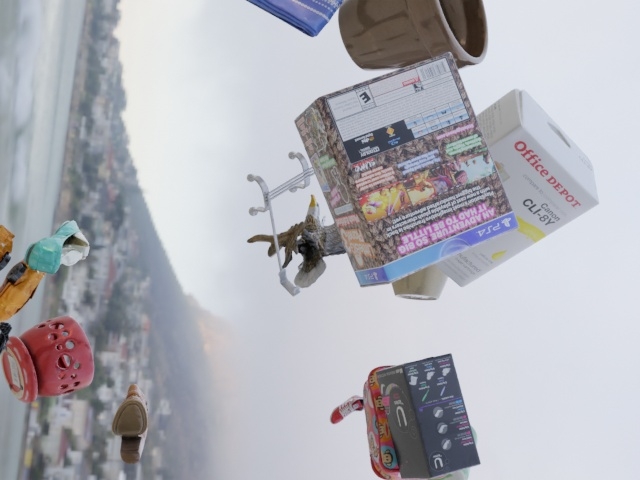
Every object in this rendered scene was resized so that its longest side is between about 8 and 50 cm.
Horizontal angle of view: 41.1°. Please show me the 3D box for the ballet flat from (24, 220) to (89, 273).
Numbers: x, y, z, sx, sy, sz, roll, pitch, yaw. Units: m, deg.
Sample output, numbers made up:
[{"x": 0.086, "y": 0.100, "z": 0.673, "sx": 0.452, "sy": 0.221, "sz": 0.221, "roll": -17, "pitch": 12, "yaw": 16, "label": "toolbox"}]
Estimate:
[{"x": -0.543, "y": 0.021, "z": 1.818, "sx": 0.247, "sy": 0.087, "sz": 0.083, "roll": -75, "pitch": -174, "yaw": -76, "label": "ballet flat"}]

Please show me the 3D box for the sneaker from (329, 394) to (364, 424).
[{"x": 0.082, "y": 0.492, "z": 2.483, "sx": 0.042, "sy": 0.118, "sz": 0.067, "roll": 55, "pitch": -22, "yaw": -9, "label": "sneaker"}]

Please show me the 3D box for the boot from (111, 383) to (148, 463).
[{"x": -0.407, "y": 0.366, "z": 1.851, "sx": 0.152, "sy": 0.073, "sz": 0.197, "roll": -95, "pitch": -164, "yaw": -51, "label": "boot"}]

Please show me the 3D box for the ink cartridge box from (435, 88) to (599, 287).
[{"x": 0.372, "y": -0.108, "z": 1.896, "sx": 0.385, "sy": 0.279, "sz": 0.160, "roll": -36, "pitch": -153, "yaw": 31, "label": "ink cartridge box"}]

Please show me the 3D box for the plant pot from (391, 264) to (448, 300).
[{"x": 0.288, "y": 0.030, "z": 2.462, "sx": 0.256, "sy": 0.257, "sz": 0.274, "roll": 154, "pitch": -57, "yaw": -70, "label": "plant pot"}]

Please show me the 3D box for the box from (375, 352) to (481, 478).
[{"x": 0.254, "y": 0.424, "z": 2.055, "sx": 0.165, "sy": 0.143, "sz": 0.270, "roll": 141, "pitch": -63, "yaw": -65, "label": "box"}]

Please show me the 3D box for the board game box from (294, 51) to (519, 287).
[{"x": 0.129, "y": -0.105, "z": 1.319, "sx": 0.291, "sy": 0.232, "sz": 0.141, "roll": 69, "pitch": -16, "yaw": -1, "label": "board game box"}]

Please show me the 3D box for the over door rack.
[{"x": -0.029, "y": -0.066, "z": 1.919, "sx": 0.108, "sy": 0.240, "sz": 0.324, "roll": 36, "pitch": -30, "yaw": 46, "label": "over door rack"}]

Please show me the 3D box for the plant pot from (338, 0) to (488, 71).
[{"x": 0.166, "y": -0.429, "z": 1.632, "sx": 0.229, "sy": 0.263, "sz": 0.263, "roll": -13, "pitch": -114, "yaw": 32, "label": "plant pot"}]

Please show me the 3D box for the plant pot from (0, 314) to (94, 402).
[{"x": -0.677, "y": 0.295, "z": 2.096, "sx": 0.191, "sy": 0.174, "sz": 0.191, "roll": 21, "pitch": -62, "yaw": 46, "label": "plant pot"}]

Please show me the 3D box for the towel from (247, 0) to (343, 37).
[{"x": -0.030, "y": -0.557, "z": 1.608, "sx": 0.336, "sy": 0.243, "sz": 0.040, "roll": -58, "pitch": 176, "yaw": -19, "label": "towel"}]

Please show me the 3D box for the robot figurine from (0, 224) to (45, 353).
[{"x": -0.704, "y": 0.121, "z": 1.766, "sx": 0.085, "sy": 0.211, "sz": 0.291, "roll": 13, "pitch": -118, "yaw": 53, "label": "robot figurine"}]

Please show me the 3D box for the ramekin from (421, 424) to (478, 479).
[{"x": 0.331, "y": 0.660, "z": 2.661, "sx": 0.303, "sy": 0.303, "sz": 0.148, "roll": 118, "pitch": -9, "yaw": -49, "label": "ramekin"}]

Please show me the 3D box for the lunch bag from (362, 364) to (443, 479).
[{"x": 0.250, "y": 0.468, "z": 2.221, "sx": 0.120, "sy": 0.258, "sz": 0.293, "roll": 105, "pitch": -17, "yaw": -58, "label": "lunch bag"}]

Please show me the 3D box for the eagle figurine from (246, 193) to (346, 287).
[{"x": 0.002, "y": -0.011, "z": 2.227, "sx": 0.226, "sy": 0.298, "sz": 0.225, "roll": 34, "pitch": -71, "yaw": 33, "label": "eagle figurine"}]
